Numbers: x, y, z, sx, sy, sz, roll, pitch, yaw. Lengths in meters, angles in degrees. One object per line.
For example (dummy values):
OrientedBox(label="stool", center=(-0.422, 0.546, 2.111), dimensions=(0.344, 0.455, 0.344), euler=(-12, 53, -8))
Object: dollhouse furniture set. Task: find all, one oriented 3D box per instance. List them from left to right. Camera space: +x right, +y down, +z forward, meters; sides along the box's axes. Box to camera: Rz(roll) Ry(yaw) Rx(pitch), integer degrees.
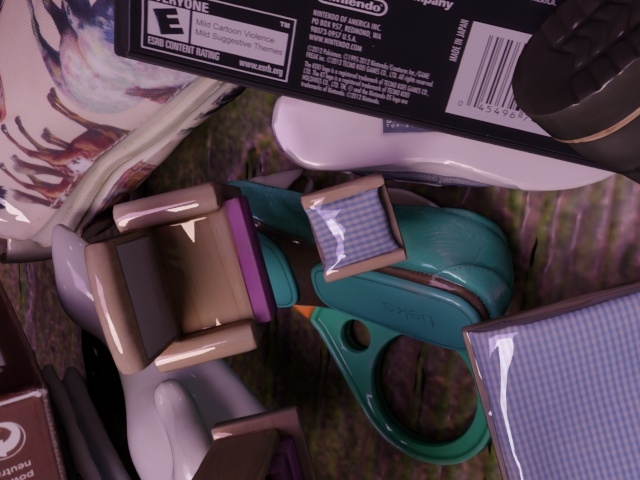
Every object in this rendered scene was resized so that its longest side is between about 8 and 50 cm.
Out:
OrientedBox(label="dollhouse furniture set", center=(0.085, 0.090, 0.331), dimensions=(0.303, 0.198, 0.286), euler=(-14, 95, 5))

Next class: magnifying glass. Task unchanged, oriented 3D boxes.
OrientedBox(label="magnifying glass", center=(0.018, 0.056, 0.545), dimensions=(0.231, 0.026, 0.092), euler=(38, 118, 24))

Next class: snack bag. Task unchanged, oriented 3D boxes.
OrientedBox(label="snack bag", center=(-0.121, 0.302, 0.567), dimensions=(0.323, 0.037, 0.343), euler=(41, 139, 49))

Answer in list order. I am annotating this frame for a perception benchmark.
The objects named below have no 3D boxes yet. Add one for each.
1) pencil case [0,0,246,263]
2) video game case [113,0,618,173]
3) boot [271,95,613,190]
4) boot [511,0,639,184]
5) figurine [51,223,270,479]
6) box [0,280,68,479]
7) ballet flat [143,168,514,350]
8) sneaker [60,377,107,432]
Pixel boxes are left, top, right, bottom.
OrientedBox(label="pencil case", center=(-0.089, -0.142, 0.496), dimensions=(0.410, 0.160, 0.184), euler=(-34, 57, 34))
OrientedBox(label="video game case", center=(0.054, -0.155, 0.324), dimensions=(0.274, 0.035, 0.248), euler=(13, 133, 1))
OrientedBox(label="boot", center=(0.072, -0.065, 0.465), dimensions=(0.190, 0.086, 0.069), euler=(5, 96, 5))
OrientedBox(label="boot", center=(0.190, -0.079, 0.303), dimensions=(0.198, 0.137, 0.077), euler=(-32, 41, 38))
OrientedBox(label="figurine", center=(-0.113, 0.107, 0.567), dimensions=(0.209, 0.092, 0.215), euler=(48, 154, 25))
OrientedBox(label="box", center=(-0.235, 0.218, 0.551), dimensions=(0.191, 0.143, 0.381), euler=(38, 139, 51))
OrientedBox(label="ballet flat", center=(0.000, 0.000, 0.511), dimensions=(0.247, 0.087, 0.083), euler=(12, 138, 24))
OrientedBox(label="sneaker", center=(-0.302, 0.211, 0.742), dimensions=(0.252, 0.111, 0.103), euler=(-43, 74, 33))
